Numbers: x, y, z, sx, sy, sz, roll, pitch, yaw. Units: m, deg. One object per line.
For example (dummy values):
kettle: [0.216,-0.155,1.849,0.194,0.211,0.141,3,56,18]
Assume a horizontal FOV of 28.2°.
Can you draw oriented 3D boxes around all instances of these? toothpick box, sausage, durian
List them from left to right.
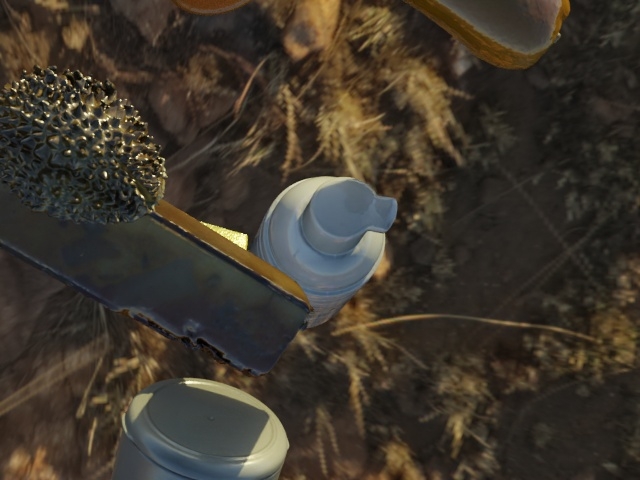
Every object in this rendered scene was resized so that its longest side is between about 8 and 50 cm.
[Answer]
durian: [-0.155,-0.072,0.793,0.140,0.110,0.071,31,122,19]
toothpick box: [-0.183,0.354,1.671,0.229,0.229,0.316,13,114,-9]
sausage: [0.101,-0.285,1.260,0.328,0.112,0.112,30,84,-17]

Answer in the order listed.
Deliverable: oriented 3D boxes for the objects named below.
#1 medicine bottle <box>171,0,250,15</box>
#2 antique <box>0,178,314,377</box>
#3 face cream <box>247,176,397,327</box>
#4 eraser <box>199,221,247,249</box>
medicine bottle: [-0.120,-0.316,1.152,0.112,0.149,0.222,-37,55,22]
antique: [-0.159,0.010,1.099,0.310,0.087,0.093,31,97,-16]
face cream: [0.000,0.000,1.469,0.145,0.369,0.145,3,74,-9]
eraser: [-0.149,0.035,1.668,0.097,0.045,0.122,14,43,-13]
